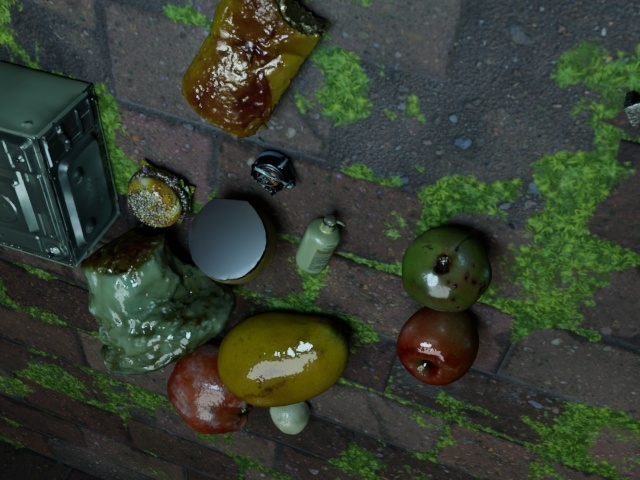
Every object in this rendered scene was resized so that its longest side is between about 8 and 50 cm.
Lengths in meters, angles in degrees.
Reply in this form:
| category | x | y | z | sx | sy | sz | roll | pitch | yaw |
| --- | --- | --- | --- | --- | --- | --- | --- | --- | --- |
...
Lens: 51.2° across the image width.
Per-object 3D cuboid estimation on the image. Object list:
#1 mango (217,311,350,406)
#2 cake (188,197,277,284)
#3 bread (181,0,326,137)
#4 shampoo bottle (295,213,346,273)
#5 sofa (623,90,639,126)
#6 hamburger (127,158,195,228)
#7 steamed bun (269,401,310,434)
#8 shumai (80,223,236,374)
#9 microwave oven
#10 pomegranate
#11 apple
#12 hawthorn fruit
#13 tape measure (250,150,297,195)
| category | x | y | z | sx | sy | sz | roll | pitch | yaw |
| --- | --- | --- | --- | --- | --- | --- | --- | --- | --- |
| mango | -0.092 | 0.303 | 1.736 | 0.378 | 0.221 | 0.264 | -19 | 118 | 27 |
| cake | -0.189 | 0.000 | 1.539 | 0.185 | 0.178 | 0.208 | 37 | 100 | 9 |
| bread | -0.113 | -0.344 | 1.193 | 0.185 | 0.109 | 0.380 | 34 | 135 | -7 |
| shampoo bottle | 0.000 | 0.000 | 1.491 | 0.079 | 0.079 | 0.162 | 26 | 138 | 1 |
| sofa | 0.533 | -0.222 | 1.027 | 0.118 | 0.060 | 0.039 | -18 | 116 | 39 |
| hamburger | -0.386 | -0.094 | 1.579 | 0.164 | 0.093 | 0.190 | 21 | 139 | 5 |
| steamed bun | -0.086 | 0.525 | 2.022 | 0.090 | 0.112 | 0.130 | -14 | 117 | 37 |
| shumai | -0.436 | 0.130 | 1.680 | 0.397 | 0.324 | 0.323 | -11 | 117 | 36 |
| microwave oven | -0.681 | -0.167 | 1.541 | 0.332 | 0.247 | 0.394 | 16 | 136 | 13 |
| pomegranate | 0.249 | 0.061 | 1.379 | 0.179 | 0.179 | 0.210 | 33 | 168 | -7 |
| apple | 0.267 | 0.234 | 1.524 | 0.180 | 0.168 | 0.181 | 17 | 140 | 15 |
| hawthorn fruit | -0.304 | 0.426 | 1.939 | 0.284 | 0.284 | 0.284 | 14 | 136 | 14 |
| tape measure | -0.100 | -0.144 | 1.419 | 0.091 | 0.054 | 0.094 | -16 | 129 | 35 |
